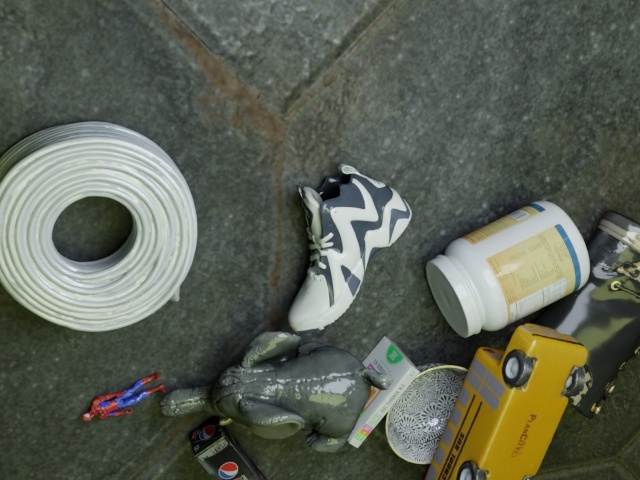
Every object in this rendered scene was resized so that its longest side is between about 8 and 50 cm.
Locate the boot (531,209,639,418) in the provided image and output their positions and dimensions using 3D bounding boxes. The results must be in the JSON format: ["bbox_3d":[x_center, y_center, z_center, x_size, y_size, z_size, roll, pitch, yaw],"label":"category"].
[{"bbox_3d":[0.502,0.164,1.346,0.377,0.138,0.284,39,93,-24],"label":"boot"}]

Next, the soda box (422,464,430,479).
[{"bbox_3d":[0.216,0.429,1.377,0.092,0.083,0.263,16,105,-23],"label":"soda box"}]

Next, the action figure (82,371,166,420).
[{"bbox_3d":[-0.272,0.220,1.149,0.115,0.030,0.038,-23,121,-8],"label":"action figure"}]

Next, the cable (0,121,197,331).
[{"bbox_3d":[-0.279,-0.013,1.019,0.257,0.089,0.257,3,109,-21],"label":"cable"}]

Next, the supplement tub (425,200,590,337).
[{"bbox_3d":[0.268,0.043,1.210,0.199,0.144,0.144,-25,117,-9],"label":"supplement tub"}]

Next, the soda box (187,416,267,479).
[{"bbox_3d":[-0.126,0.339,1.230,0.053,0.060,0.169,-32,118,-4],"label":"soda box"}]

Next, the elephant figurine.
[{"bbox_3d":[-0.066,0.207,1.131,0.239,0.169,0.186,11,110,-31],"label":"elephant figurine"}]

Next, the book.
[{"bbox_3d":[0.078,0.224,1.239,0.035,0.096,0.144,36,95,-27],"label":"book"}]

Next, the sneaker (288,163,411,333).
[{"bbox_3d":[0.000,0.000,1.125,0.153,0.094,0.235,39,93,-27],"label":"sneaker"}]

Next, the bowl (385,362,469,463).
[{"bbox_3d":[0.163,0.250,1.289,0.170,0.080,0.170,-7,113,-18],"label":"bowl"}]

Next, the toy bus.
[{"bbox_3d":[0.259,0.274,1.213,0.108,0.130,0.333,13,104,-22],"label":"toy bus"}]
